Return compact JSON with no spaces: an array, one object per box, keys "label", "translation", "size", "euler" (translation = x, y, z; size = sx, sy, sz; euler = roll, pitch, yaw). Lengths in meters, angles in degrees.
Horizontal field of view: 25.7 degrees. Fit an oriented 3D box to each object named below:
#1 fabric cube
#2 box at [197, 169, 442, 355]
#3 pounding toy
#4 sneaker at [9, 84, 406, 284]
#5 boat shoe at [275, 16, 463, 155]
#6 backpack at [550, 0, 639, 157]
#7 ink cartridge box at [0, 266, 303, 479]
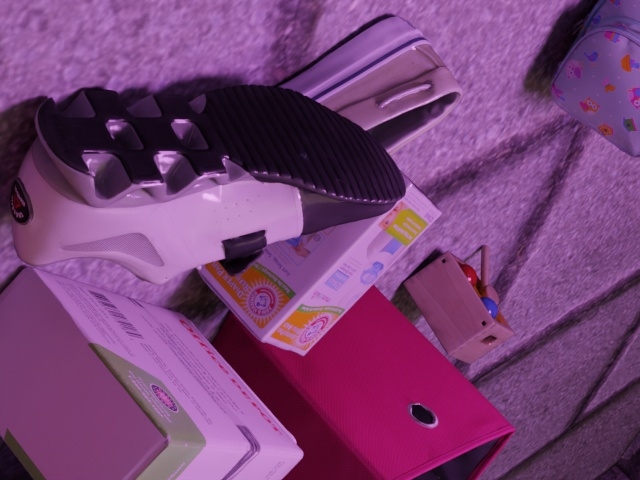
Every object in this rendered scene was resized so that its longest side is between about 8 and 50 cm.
[{"label":"fabric cube","translation":[0.006,0.228,1.555],"size":[0.254,0.258,0.259],"euler":[-12,142,-51]},{"label":"box","translation":[0.000,0.000,1.347],"size":[0.203,0.103,0.114],"euler":[-46,157,5]},{"label":"pounding toy","translation":[0.187,0.073,1.778],"size":[0.100,0.130,0.141],"euler":[-36,159,11]},{"label":"sneaker","translation":[-0.089,-0.035,1.097],"size":[0.330,0.122,0.146],"euler":[1,137,-34]},{"label":"boat shoe","translation":[-0.009,-0.079,1.207],"size":[0.302,0.094,0.109],"euler":[-39,157,-12]},{"label":"backpack","translation":[0.350,-0.195,1.515],"size":[0.144,0.166,0.188],"euler":[-30,153,-52]},{"label":"ink cartridge box","translation":[-0.159,0.146,1.210],"size":[0.115,0.198,0.273],"euler":[-47,157,7]}]
